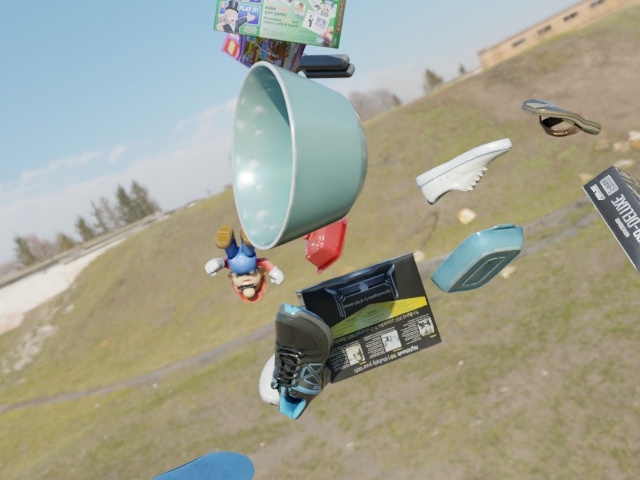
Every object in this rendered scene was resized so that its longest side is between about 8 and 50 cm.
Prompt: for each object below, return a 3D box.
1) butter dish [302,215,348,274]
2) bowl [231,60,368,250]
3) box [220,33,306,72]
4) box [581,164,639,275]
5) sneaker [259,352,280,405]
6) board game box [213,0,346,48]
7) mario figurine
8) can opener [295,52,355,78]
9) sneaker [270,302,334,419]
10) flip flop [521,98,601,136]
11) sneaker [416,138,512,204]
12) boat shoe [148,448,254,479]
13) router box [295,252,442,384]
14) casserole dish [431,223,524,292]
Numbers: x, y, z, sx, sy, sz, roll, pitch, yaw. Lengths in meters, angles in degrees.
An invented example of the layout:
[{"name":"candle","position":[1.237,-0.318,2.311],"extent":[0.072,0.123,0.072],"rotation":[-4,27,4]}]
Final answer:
[{"name":"butter dish","position":[0.000,0.000,2.258],"extent":[0.160,0.118,0.160],"rotation":[-41,31,51]},{"name":"bowl","position":[-0.031,-0.142,1.261],"extent":[0.163,0.311,0.311],"rotation":[-4,-4,-24]},{"name":"box","position":[-0.119,-0.559,1.886],"extent":[0.057,0.201,0.293],"rotation":[-47,-11,-50]},{"name":"box","position":[0.678,-0.010,1.500],"extent":[0.076,0.242,0.307],"rotation":[-40,-31,30]},{"name":"sneaker","position":[-0.079,0.293,1.961],"extent":[0.129,0.111,0.297],"rotation":[96,-163,-55]},{"name":"board game box","position":[-0.091,-0.568,1.710],"extent":[0.317,0.213,0.046],"rotation":[15,14,23]},{"name":"mario figurine","position":[-0.235,0.097,2.357],"extent":[0.198,0.320,0.170],"rotation":[21,57,23]},{"name":"can opener","position":[-0.018,-0.529,2.194],"extent":[0.284,0.076,0.095],"rotation":[9,62,37]},{"name":"sneaker","position":[-0.047,0.274,1.657],"extent":[0.125,0.340,0.139],"rotation":[18,52,24]},{"name":"flip flop","position":[0.656,-0.318,2.032],"extent":[0.277,0.080,0.112],"rotation":[11,21,-37]},{"name":"sneaker","position":[0.372,-0.172,1.885],"extent":[0.258,0.091,0.094],"rotation":[-26,-4,25]},{"name":"boat shoe","position":[-0.272,0.512,1.603],"extent":[0.258,0.109,0.089],"rotation":[0,-27,-31]},{"name":"router box","position":[0.121,0.191,1.869],"extent":[0.309,0.242,0.081],"rotation":[-18,0,-13]},{"name":"casserole dish","position":[0.257,0.036,1.207],"extent":[0.114,0.037,0.188],"rotation":[-7,-29,-27]}]
